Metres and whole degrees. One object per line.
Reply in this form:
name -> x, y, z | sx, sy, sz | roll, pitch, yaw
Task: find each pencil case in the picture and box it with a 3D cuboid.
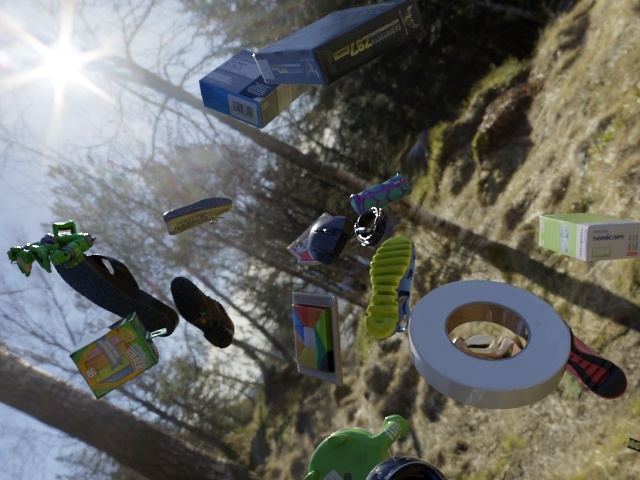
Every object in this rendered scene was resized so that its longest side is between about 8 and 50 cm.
pencil case -> 0.153, -0.116, 1.475 | 0.151, 0.065, 0.070 | -25, -26, -14

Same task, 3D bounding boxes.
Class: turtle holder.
turtle holder -> 0.107, 0.653, 1.732 | 0.227, 0.243, 0.321 | 26, -101, -72

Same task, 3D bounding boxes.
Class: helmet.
helmet -> 0.147, 0.436, 0.945 | 0.169, 0.161, 0.170 | -34, -40, -34

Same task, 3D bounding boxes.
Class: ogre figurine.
ogre figurine -> -0.549, 0.017, 1.202 | 0.197, 0.097, 0.118 | -24, 7, 42

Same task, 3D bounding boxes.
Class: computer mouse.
computer mouse -> 0.027, -0.010, 0.785 | 0.071, 0.041, 0.242 | -63, 13, -15

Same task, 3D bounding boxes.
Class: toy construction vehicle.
toy construction vehicle -> 0.754, 0.447, 1.306 | 0.086, 0.098, 0.035 | -69, -19, -8

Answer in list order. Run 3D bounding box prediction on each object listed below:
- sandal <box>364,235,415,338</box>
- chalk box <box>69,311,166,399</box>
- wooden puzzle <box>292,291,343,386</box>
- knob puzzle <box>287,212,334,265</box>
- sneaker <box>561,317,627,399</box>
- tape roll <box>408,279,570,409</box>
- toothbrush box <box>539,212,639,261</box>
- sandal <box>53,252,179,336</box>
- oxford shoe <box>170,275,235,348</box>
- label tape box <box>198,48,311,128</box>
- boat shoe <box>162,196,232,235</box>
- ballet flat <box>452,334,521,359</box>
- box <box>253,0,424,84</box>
sandal -> 0.215, 0.141, 1.694 | 0.138, 0.126, 0.318 | 33, -113, -49
chalk box -> -0.486, 0.269, 1.447 | 0.213, 0.132, 0.132 | -31, 8, -12
wooden puzzle -> -0.017, 0.248, 1.492 | 0.238, 0.044, 0.221 | -3, 92, 62
knob puzzle -> 0.000, 0.000, 1.759 | 0.213, 0.030, 0.213 | -21, 40, 19
sneaker -> 0.686, 0.321, 1.599 | 0.116, 0.314, 0.136 | -45, -31, 2
tape roll -> 0.416, 0.245, 1.452 | 0.392, 0.391, 0.072 | -68, -22, -51
toothbrush box -> 0.914, -0.017, 1.983 | 0.283, 0.206, 0.122 | -145, 53, -76
sandal -> -0.640, 0.147, 1.834 | 0.167, 0.445, 0.107 | -42, 18, 39
oxford shoe -> -0.313, 0.181, 1.550 | 0.082, 0.227, 0.096 | -32, 14, 17
label tape box -> -0.195, -0.538, 1.936 | 0.348, 0.249, 0.115 | -50, -27, -32
boat shoe -> -0.494, -0.103, 2.373 | 0.105, 0.285, 0.089 | -125, 22, -57
ballet flat -> 0.520, 0.336, 1.726 | 0.107, 0.315, 0.106 | -128, 50, -59
box -> 0.021, -0.309, 0.911 | 0.183, 0.059, 0.232 | -34, 28, -17
